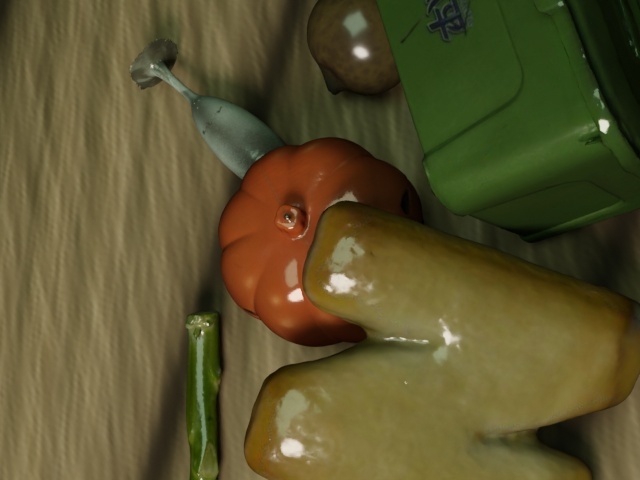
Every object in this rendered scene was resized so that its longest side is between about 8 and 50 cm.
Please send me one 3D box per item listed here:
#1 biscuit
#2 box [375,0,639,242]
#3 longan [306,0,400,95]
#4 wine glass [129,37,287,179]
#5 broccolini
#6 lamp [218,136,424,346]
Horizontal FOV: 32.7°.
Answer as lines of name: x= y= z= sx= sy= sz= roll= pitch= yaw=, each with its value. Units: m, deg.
biscuit: x=0.104 y=0.115 z=0.866 sx=0.290 sy=0.062 sz=0.237 roll=21 pitch=90 yaw=-7
box: x=0.166 y=-0.165 z=0.894 sx=0.177 sy=0.252 sz=0.329 roll=-24 pitch=68 yaw=30
longan: x=0.037 y=-0.188 z=1.029 sx=0.113 sy=0.092 sz=0.113 roll=4 pitch=104 yaw=18
wine glass: x=-0.105 y=-0.123 z=1.089 sx=0.198 sy=0.066 sz=0.066 roll=42 pitch=95 yaw=23
broccolini: x=-0.133 y=0.255 z=0.997 sx=0.078 sy=0.074 sz=0.392 roll=-4 pitch=77 yaw=14
lamp: x=0.000 y=0.000 z=0.957 sx=0.187 sy=0.164 sz=0.188 roll=-6 pitch=73 yaw=20
